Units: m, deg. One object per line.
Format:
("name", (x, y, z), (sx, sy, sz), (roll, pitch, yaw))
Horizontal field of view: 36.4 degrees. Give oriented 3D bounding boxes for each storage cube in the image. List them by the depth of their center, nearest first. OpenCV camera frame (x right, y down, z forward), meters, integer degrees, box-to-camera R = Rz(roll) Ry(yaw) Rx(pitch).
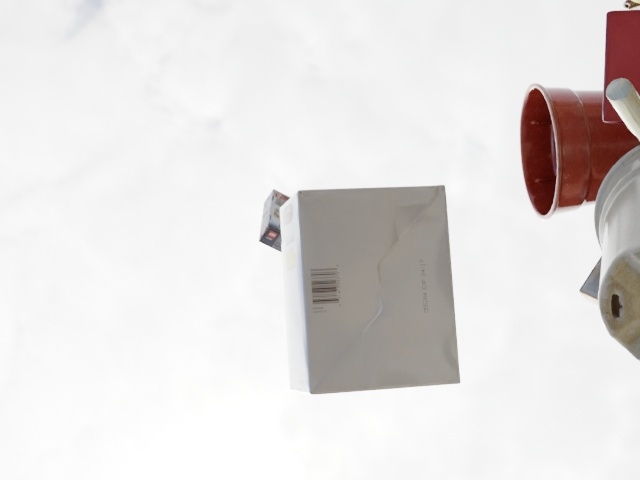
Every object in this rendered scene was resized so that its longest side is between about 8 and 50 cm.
("storage cube", (0.588, -0.290, 1.661), (0.184, 0.193, 0.215), (-20, -68, -69))

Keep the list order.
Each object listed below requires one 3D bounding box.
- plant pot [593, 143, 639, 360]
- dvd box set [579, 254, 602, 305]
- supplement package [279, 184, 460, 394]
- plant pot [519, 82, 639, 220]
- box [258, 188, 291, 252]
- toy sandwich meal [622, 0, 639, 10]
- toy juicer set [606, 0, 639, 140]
("plant pot", (0.574, 0.035, 1.536), (0.305, 0.334, 0.333), (-47, -50, -53))
("dvd box set", (0.760, 0.069, 1.883), (0.307, 0.420, 0.062), (-56, -42, -5))
("supplement package", (0.060, 0.068, 1.307), (0.204, 0.145, 0.261), (-2, -97, -12))
("plant pot", (0.558, -0.185, 1.923), (0.265, 0.272, 0.272), (-5, -73, -3))
("box", (0.000, 0.000, 1.612), (0.207, 0.114, 0.036), (26, -57, -15))
("toy sandwich meal", (0.672, -0.493, 2.030), (0.086, 0.086, 0.029), (1, -103, -41))
("toy juicer set", (0.412, -0.240, 1.091), (0.209, 0.089, 0.329), (7, -83, -47))
